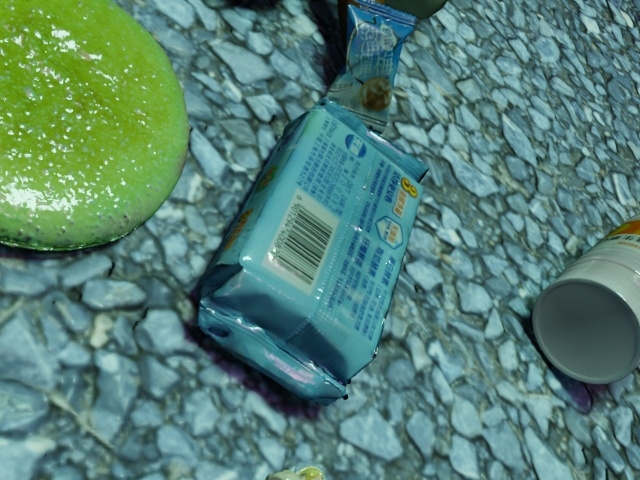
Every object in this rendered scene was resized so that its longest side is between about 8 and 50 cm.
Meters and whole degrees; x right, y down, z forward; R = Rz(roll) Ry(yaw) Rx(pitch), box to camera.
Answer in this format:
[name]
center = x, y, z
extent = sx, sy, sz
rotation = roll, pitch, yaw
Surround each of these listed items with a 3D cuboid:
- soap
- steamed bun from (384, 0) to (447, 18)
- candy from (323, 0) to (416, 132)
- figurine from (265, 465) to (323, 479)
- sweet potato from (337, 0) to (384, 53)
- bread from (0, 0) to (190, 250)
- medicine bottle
[soap]
center = 0.000, 0.000, 0.760
extent = 0.156, 0.077, 0.293
rotation = 37, 46, -14
[steamed bun]
center = 0.136, -0.457, 1.017
extent = 0.219, 0.324, 0.309
rotation = 32, 37, -12
[candy]
center = 0.052, -0.195, 0.927
extent = 0.088, 0.038, 0.136
rotation = 11, 99, -31
[figurine]
center = -0.004, 0.207, 0.643
extent = 0.083, 0.047, 0.051
rotation = 52, 28, 14
[sweet potato]
center = 0.044, -0.297, 0.954
extent = 0.057, 0.057, 0.264
rotation = -11, 98, -42
[bread]
center = -0.242, -0.126, 0.680
extent = 0.301, 0.045, 0.301
rotation = 19, 52, -27
[medicine bottle]
center = 0.355, 0.059, 0.965
extent = 0.250, 0.133, 0.133
rotation = -27, 80, -45
